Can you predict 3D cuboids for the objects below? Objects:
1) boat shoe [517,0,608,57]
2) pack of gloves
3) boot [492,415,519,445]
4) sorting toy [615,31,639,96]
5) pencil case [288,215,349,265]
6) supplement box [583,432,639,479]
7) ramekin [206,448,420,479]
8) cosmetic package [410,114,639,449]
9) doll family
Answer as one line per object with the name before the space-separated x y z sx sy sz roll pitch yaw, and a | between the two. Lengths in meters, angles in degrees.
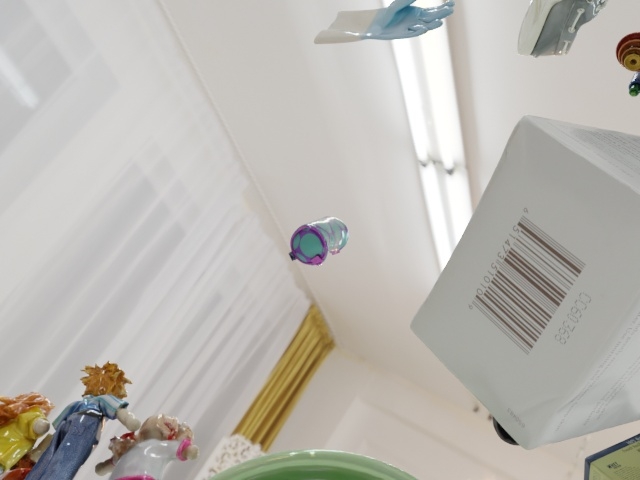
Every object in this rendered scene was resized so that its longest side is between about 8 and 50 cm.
boat shoe | 0.432 -0.419 1.229 0.099 0.116 0.319 11 -22 -3
pack of gloves | 0.118 -0.374 1.084 0.232 0.195 0.046 10 -34 40
boot | 0.347 0.146 1.199 0.118 0.222 0.338 -13 -93 41
sorting toy | 0.377 -0.190 0.828 0.102 0.042 0.061 37 -38 1
pencil case | 0.000 0.000 1.190 0.064 0.151 0.070 -17 -87 18
supplement box | 0.314 0.241 0.703 0.083 0.083 0.056 36 -45 58
ramekin | -0.001 0.322 0.546 0.303 0.303 0.148 29 -17 16
cosmetic package | 0.298 0.032 0.649 0.384 0.217 0.156 1 34 -40
doll family | -0.244 0.188 0.664 0.262 0.163 0.118 -18 -65 20
